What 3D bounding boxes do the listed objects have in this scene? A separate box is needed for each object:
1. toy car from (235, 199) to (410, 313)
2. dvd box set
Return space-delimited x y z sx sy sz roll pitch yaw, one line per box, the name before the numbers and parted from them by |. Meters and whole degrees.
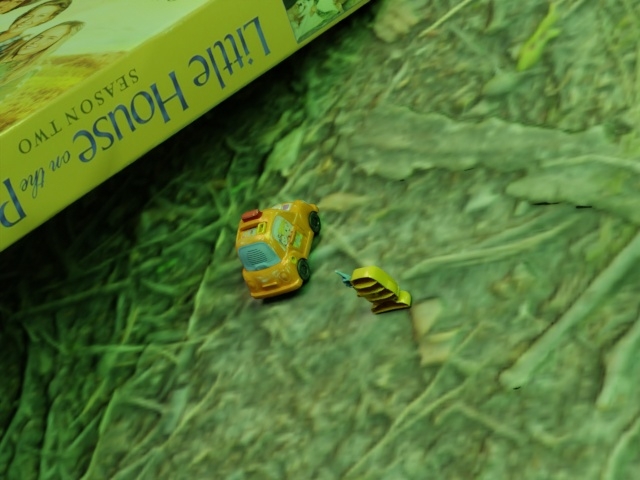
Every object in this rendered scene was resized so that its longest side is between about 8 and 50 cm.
toy car | 0.000 0.000 0.921 0.122 0.040 0.060 3 58 46
dvd box set | -0.201 -0.086 1.038 0.420 0.062 0.307 -37 31 -30
